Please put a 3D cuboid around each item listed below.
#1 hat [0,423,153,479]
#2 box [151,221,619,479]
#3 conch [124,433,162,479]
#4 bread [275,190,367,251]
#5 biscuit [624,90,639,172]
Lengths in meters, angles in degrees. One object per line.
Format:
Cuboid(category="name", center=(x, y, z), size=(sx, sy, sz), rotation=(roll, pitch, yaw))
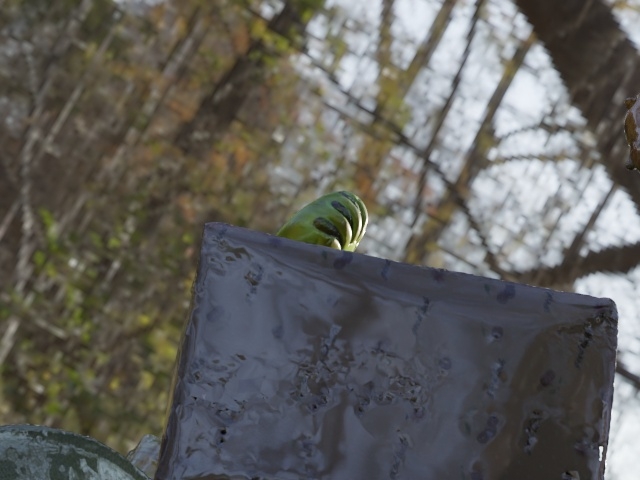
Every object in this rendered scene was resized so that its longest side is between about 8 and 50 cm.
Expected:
Cuboid(category="hat", center=(-0.120, 0.220, 0.726), size=(0.130, 0.257, 0.257), rotation=(4, -25, 48))
Cuboid(category="box", center=(0.033, 0.127, 1.111), size=(0.297, 0.191, 0.225), rotation=(10, -17, -5))
Cuboid(category="conch", center=(-0.192, 0.359, 1.854), size=(0.169, 0.386, 0.203), rotation=(41, -38, -17))
Cuboid(category="bread", center=(0.000, 0.000, 1.825), size=(0.071, 0.130, 0.139), rotation=(46, -29, 10))
Cuboid(category="biscuit", center=(0.323, -0.155, 1.086), size=(0.045, 0.299, 0.154), rotation=(26, 22, -25))
